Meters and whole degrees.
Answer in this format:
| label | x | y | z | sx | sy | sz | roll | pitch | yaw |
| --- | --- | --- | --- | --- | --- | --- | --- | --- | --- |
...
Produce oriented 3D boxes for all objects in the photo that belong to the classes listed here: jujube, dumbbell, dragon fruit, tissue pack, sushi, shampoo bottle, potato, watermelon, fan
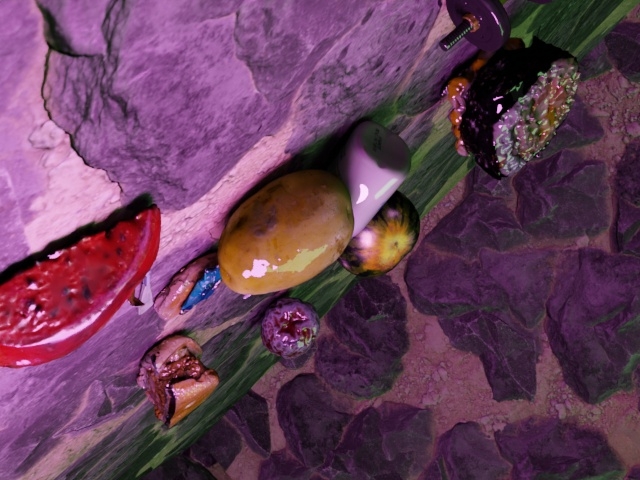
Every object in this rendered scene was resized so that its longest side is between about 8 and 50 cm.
| label | x | y | z | sx | sy | sz | roll | pitch | yaw |
| --- | --- | --- | --- | --- | --- | --- | --- | --- | --- |
| jujube | -0.108 | 0.309 | 2.277 | 0.226 | 0.226 | 0.317 | -42 | 177 | -8 |
| dumbbell | 0.341 | -0.458 | 1.184 | 0.325 | 0.143 | 0.143 | -42 | 169 | -7 |
| dragon fruit | -0.363 | 0.102 | 0.933 | 0.343 | 0.100 | 0.282 | -35 | 171 | -32 |
| tissue pack | -0.232 | 0.097 | 1.310 | 0.138 | 0.028 | 0.085 | -49 | 167 | 33 |
| sushi | 0.464 | -0.376 | 1.666 | 0.328 | 0.285 | 0.329 | -50 | 147 | 4 |
| shampoo bottle | 0.055 | -0.094 | 1.471 | 0.349 | 0.151 | 0.222 | -51 | -162 | 39 |
| potato | -0.064 | -0.014 | 1.262 | 0.304 | 0.216 | 0.216 | -40 | 169 | -30 |
| watermelon | 0.144 | -0.029 | 1.807 | 0.269 | 0.269 | 0.269 | -42 | 169 | -10 |
| fan | -0.329 | 0.093 | 1.209 | 0.038 | 0.016 | 0.193 | -40 | 170 | -30 |

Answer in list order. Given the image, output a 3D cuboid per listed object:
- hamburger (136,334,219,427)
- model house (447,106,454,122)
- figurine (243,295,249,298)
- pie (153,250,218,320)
| label | x | y | z | sx | sy | sz | roll | pitch | yaw |
| --- | --- | --- | --- | --- | --- | --- | --- | --- | --- |
| hamburger | -0.358 | 0.345 | 1.642 | 0.192 | 0.167 | 0.288 | -34 | 165 | -35 |
| model house | 0.457 | -0.389 | 1.997 | 0.101 | 0.088 | 0.100 | -40 | 168 | 1 |
| figurine | -0.101 | 0.047 | 1.433 | 0.128 | 0.184 | 0.208 | -27 | -151 | 39 |
| pie | -0.264 | 0.092 | 1.356 | 0.195 | 0.046 | 0.195 | -41 | 170 | -9 |
